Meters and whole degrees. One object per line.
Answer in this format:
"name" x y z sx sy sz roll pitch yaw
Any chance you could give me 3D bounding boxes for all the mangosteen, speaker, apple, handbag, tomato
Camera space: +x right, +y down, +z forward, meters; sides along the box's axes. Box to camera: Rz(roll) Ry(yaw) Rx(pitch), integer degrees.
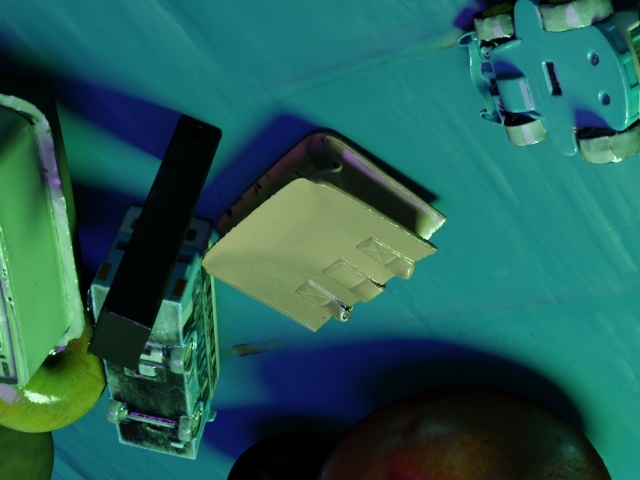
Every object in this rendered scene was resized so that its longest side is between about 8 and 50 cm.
"mangosteen" -0.015 0.314 1.525 0.199 0.200 0.200 11 143 8
"speaker" -0.141 -0.002 1.113 0.044 0.218 0.082 21 145 -6
"apple" -0.312 0.118 1.377 0.182 0.182 0.155 41 161 -28
"handbag" 0.000 0.000 1.193 0.157 0.059 0.212 31 142 -17
"tomato" 0.143 0.261 1.376 0.334 0.176 0.289 -15 152 20

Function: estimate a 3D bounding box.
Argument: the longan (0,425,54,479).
"longan" -0.451 0.241 1.512 0.297 0.297 0.297 11 143 8

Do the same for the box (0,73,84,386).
"box" -0.335 -0.015 1.180 0.220 0.166 0.291 9 129 12

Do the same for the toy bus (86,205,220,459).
"toy bus" -0.166 0.105 1.335 0.106 0.131 0.297 11 144 6

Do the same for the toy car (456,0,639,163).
"toy car" 0.187 -0.130 0.945 0.161 0.098 0.126 10 124 58
